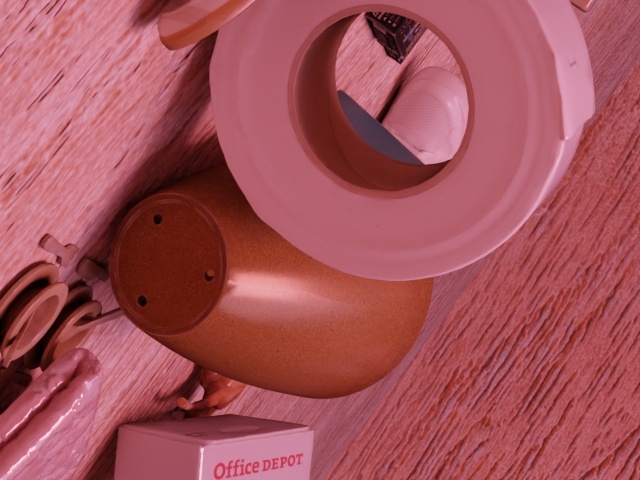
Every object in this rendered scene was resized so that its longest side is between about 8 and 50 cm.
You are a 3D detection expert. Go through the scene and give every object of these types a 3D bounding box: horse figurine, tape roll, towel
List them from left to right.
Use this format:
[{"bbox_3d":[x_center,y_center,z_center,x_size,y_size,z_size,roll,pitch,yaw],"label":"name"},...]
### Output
[{"bbox_3d":[-0.309,0.264,1.391,0.317,0.053,0.332,-48,173,-29],"label":"towel"},{"bbox_3d":[-0.088,0.121,1.899,0.263,0.066,0.174,-51,162,-4],"label":"horse figurine"},{"bbox_3d":[0.062,-0.116,1.261,0.286,0.286,0.100,-60,170,25],"label":"tape roll"}]

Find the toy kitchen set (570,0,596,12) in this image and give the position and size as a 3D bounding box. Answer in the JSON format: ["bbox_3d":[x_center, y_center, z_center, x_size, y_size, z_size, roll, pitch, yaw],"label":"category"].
[{"bbox_3d":[0.340,-0.389,1.990,0.207,0.122,0.166,-56,168,9],"label":"toy kitchen set"}]

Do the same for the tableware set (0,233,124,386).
[{"bbox_3d":[-0.216,0.070,1.314,0.128,0.039,0.194,-53,168,-3],"label":"tableware set"}]

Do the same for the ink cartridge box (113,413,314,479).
[{"bbox_3d":[-0.127,0.358,1.828,0.226,0.131,0.306,3,92,-58],"label":"ink cartridge box"}]

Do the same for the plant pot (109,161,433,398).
[{"bbox_3d":[-0.061,0.027,1.416,0.237,0.237,0.254,-57,155,15],"label":"plant pot"}]

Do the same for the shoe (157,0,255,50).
[{"bbox_3d":[-0.044,-0.220,1.152,0.219,0.058,0.076,-47,-161,-16],"label":"shoe"}]

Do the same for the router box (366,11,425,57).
[{"bbox_3d":[0.100,-0.252,1.642,0.122,0.038,0.092,-53,168,-2],"label":"router box"}]

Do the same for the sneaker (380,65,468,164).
[{"bbox_3d":[0.077,-0.062,1.924,0.169,0.108,0.292,-48,168,-42],"label":"sneaker"}]

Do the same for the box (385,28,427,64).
[{"bbox_3d":[0.100,-0.233,1.744,0.083,0.018,0.067,-54,168,-1],"label":"box"}]

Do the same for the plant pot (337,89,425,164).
[{"bbox_3d":[0.000,0.000,1.695,0.234,0.166,0.165,-44,167,-8],"label":"plant pot"}]
